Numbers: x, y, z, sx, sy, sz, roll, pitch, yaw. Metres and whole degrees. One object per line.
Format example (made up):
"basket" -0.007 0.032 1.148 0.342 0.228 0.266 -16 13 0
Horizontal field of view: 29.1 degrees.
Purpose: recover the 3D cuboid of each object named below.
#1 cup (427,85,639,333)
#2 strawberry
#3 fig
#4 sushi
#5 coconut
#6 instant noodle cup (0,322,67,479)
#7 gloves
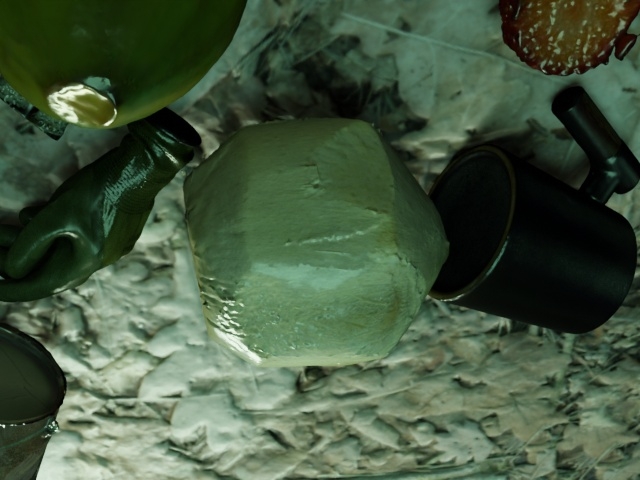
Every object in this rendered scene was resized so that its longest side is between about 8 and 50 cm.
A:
"cup" 0.234 -0.018 1.253 0.177 0.166 0.239 20 124 -26
"strawberry" 0.226 -0.224 1.137 0.145 0.086 0.145 -5 130 -5
"fig" -0.169 -0.207 0.977 0.239 0.271 0.239 -4 142 -3
"sushi" -0.267 -0.137 1.171 0.046 0.044 0.083 -50 123 2
"coconut" 0.000 0.000 1.190 0.247 0.245 0.245 -8 128 -3
"instant noodle cup" -0.386 0.212 1.321 0.217 0.217 0.207 17 117 -20
"gloves" -0.227 -0.026 1.212 0.268 0.135 0.107 -36 83 17
